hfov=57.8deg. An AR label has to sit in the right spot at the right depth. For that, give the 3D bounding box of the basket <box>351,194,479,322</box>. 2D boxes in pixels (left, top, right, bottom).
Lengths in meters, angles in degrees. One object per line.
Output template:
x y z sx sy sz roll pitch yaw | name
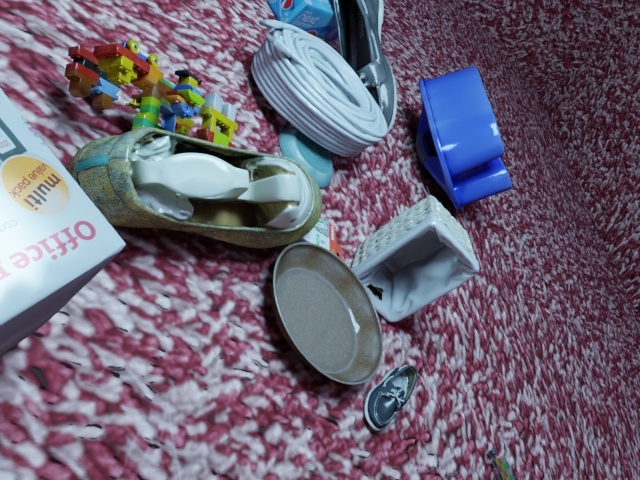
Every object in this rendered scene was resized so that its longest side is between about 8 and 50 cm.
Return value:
0.138 0.026 0.876 0.113 0.167 0.103 44 28 -19 | basket

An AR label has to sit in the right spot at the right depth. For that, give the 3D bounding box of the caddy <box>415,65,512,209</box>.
0.304 -0.231 1.317 0.241 0.179 0.341 56 23 -46 | caddy

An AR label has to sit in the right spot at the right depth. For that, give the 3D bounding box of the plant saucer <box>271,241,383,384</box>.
0.004 0.096 0.751 0.198 0.036 0.199 32 40 -31 | plant saucer

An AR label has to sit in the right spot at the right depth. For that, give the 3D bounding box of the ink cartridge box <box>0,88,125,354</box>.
-0.282 -0.016 0.351 0.233 0.168 0.171 53 31 -6 | ink cartridge box

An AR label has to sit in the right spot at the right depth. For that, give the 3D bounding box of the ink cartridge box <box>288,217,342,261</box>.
0.000 0.000 0.839 0.115 0.029 0.063 32 39 -31 | ink cartridge box

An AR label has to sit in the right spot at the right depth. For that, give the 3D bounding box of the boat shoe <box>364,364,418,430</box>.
0.098 0.206 0.773 0.046 0.038 0.125 57 32 2 | boat shoe

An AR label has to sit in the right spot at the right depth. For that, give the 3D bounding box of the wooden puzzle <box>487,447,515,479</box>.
0.288 0.366 0.909 0.049 0.006 0.083 9 54 -49 | wooden puzzle

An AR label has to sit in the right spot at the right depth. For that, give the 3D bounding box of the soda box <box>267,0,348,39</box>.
-0.012 -0.479 1.214 0.210 0.071 0.067 -17 76 -57 | soda box

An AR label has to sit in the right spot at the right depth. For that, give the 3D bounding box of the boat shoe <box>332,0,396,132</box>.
0.076 -0.369 1.166 0.095 0.112 0.335 7 73 -40 | boat shoe

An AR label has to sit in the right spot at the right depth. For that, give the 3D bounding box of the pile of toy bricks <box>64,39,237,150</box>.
-0.193 -0.136 0.663 0.212 0.118 0.105 23 71 -63 | pile of toy bricks

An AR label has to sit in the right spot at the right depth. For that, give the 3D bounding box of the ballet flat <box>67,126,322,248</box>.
-0.095 -0.056 0.654 0.348 0.123 0.123 4 58 -45 | ballet flat

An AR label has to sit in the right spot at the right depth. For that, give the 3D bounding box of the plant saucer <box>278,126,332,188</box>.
-0.017 -0.141 0.951 0.119 0.021 0.119 34 38 -32 | plant saucer

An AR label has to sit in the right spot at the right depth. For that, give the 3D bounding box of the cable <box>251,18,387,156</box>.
0.002 -0.253 0.994 0.257 0.089 0.257 50 26 2 | cable
